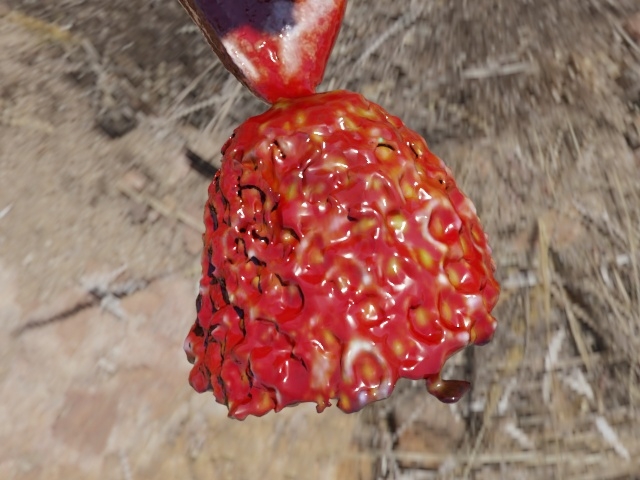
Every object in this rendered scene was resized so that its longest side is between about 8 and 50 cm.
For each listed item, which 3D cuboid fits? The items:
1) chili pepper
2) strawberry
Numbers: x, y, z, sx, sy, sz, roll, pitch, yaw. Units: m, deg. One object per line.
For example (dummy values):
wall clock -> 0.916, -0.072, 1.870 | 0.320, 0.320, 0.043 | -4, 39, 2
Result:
chili pepper -> -0.044, -0.203, 1.284 | 0.136, 0.144, 0.252 | -43, 66, 39
strawberry -> 0.000, 0.000, 1.201 | 0.234, 0.234, 0.178 | -14, 113, 8
